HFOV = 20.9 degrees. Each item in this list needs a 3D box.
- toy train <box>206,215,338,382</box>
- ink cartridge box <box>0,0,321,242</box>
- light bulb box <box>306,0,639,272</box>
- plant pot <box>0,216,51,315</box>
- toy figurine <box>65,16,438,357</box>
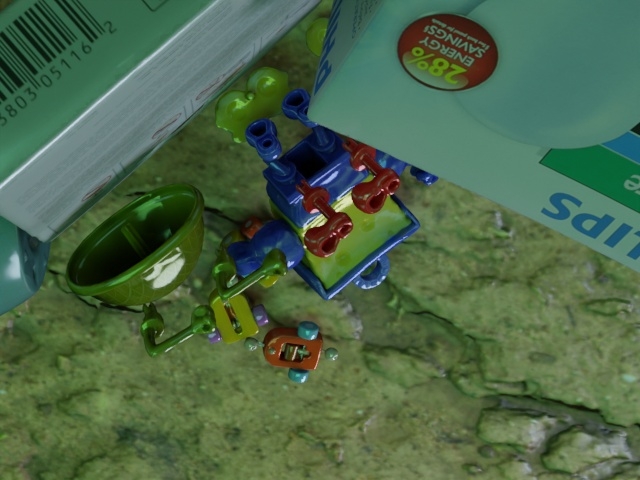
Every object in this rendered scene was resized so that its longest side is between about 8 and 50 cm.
[{"bbox_3d":[-0.040,0.046,1.565,0.125,0.046,0.166,3,117,-11],"label":"toy train"},{"bbox_3d":[-0.124,-0.138,1.232,0.308,0.385,0.091,-42,89,-5],"label":"ink cartridge box"},{"bbox_3d":[0.232,-0.190,1.172,0.358,0.225,0.361,24,136,-11],"label":"light bulb box"},{"bbox_3d":[-0.347,-0.046,1.424,0.235,0.293,0.293,1,121,0],"label":"plant pot"},{"bbox_3d":[0.000,0.000,1.424,0.362,0.191,0.217,-40,138,-7],"label":"toy figurine"}]
